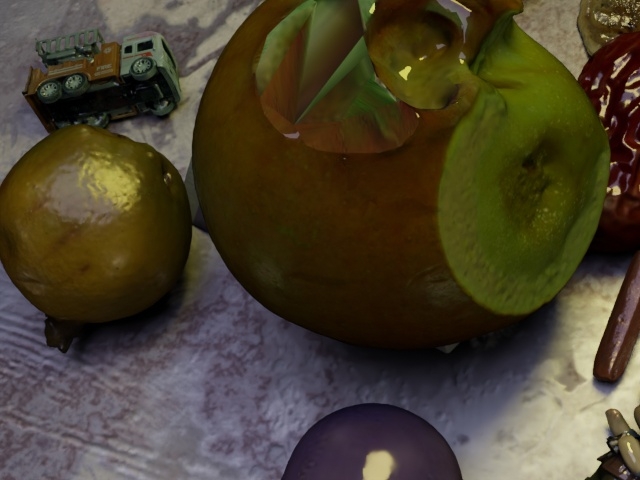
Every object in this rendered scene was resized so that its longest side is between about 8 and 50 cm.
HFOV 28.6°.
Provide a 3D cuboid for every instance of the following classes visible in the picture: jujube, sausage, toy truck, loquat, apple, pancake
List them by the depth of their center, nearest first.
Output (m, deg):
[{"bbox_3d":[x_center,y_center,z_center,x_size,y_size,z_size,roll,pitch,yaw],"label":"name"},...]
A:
[{"bbox_3d":[0.073,-0.087,1.146,0.384,0.374,0.374,-13,62,0],"label":"apple"},{"bbox_3d":[0.310,0.074,1.265,0.030,0.035,0.147,11,73,53],"label":"sausage"},{"bbox_3d":[0.321,-0.101,1.297,0.155,0.155,0.230,20,76,21],"label":"jujube"},{"bbox_3d":[-0.250,0.001,1.350,0.213,0.213,0.246,21,96,21],"label":"loquat"},{"bbox_3d":[0.367,-0.257,1.429,0.151,0.025,0.152,-5,62,10],"label":"pancake"},{"bbox_3d":[-0.258,-0.202,1.515,0.177,0.080,0.115,-10,53,9],"label":"toy truck"}]

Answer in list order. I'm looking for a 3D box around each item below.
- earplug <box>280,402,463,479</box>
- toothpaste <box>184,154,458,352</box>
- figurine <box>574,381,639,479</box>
[{"bbox_3d":[0.009,0.362,1.114,0.215,0.215,0.456,11,64,17],"label":"earplug"},{"bbox_3d":[0.000,0.000,1.355,0.371,0.080,0.125,31,116,24],"label":"toothpaste"},{"bbox_3d":[0.319,0.181,1.189,0.196,0.114,0.108,-38,86,5],"label":"figurine"}]
